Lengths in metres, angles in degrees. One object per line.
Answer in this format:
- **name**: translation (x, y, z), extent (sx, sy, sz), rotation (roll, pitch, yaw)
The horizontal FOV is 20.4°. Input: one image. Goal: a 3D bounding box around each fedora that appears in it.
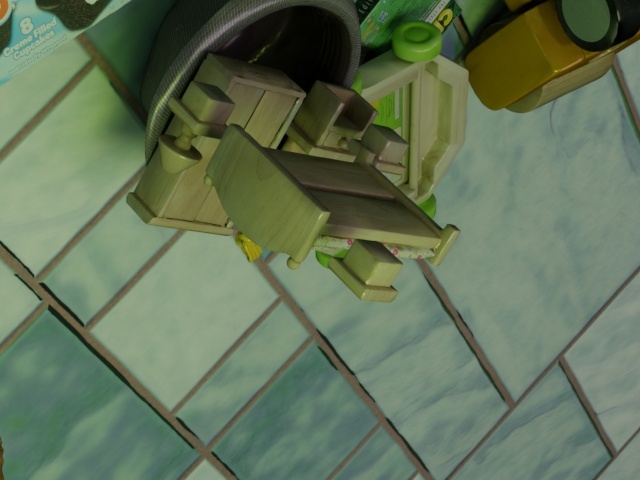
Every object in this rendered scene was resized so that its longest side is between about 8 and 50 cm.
- **fedora**: translation (-0.092, -0.171, 1.803), extent (0.275, 0.124, 0.243), rotation (-51, 143, 8)

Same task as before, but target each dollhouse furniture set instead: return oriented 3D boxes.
- **dollhouse furniture set**: translation (0.000, 0.000, 1.651), extent (0.303, 0.355, 0.174), rotation (7, 120, -48)

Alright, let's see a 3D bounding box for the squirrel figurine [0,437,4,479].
- **squirrel figurine**: translation (-0.493, 0.283, 1.687), extent (0.370, 0.281, 0.397), rotation (8, 99, -39)

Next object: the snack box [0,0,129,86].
- **snack box**: translation (-0.242, -0.274, 1.607), extent (0.322, 0.060, 0.187), rotation (-37, 141, -20)

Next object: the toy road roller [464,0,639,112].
- **toy road roller**: translation (0.289, -0.319, 2.082), extent (0.202, 0.241, 0.329), rotation (-26, 174, -32)

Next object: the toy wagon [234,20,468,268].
- **toy wagon**: translation (0.030, -0.090, 2.011), extent (0.344, 0.068, 0.267), rotation (-30, 140, -28)

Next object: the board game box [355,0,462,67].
- **board game box**: translation (0.048, -0.196, 2.021), extent (0.260, 0.030, 0.136), rotation (-52, 142, -1)
